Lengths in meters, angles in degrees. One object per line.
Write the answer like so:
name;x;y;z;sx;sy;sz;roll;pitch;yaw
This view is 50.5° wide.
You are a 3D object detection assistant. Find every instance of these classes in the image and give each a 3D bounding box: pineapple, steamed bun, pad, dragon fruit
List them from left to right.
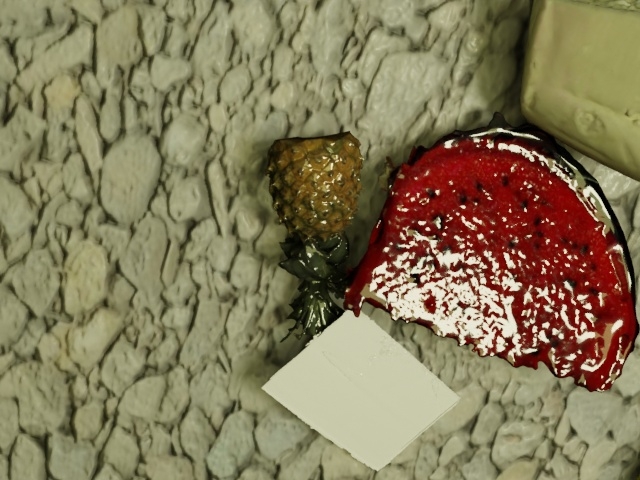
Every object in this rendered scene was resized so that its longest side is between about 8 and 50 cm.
pineapple;0.000;0.000;0.789;0.125;0.125;0.251;-1;107;-1
pad;0.056;0.192;0.848;0.156;0.004;0.232;-43;118;9
dragon fruit;0.216;0.005;0.795;0.344;0.100;0.282;22;87;-6
steamed bun;0.323;-0.185;0.700;0.226;0.170;0.199;37;136;27

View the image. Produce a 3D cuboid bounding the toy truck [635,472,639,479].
toy truck;0.628;0.339;0.844;0.406;0.180;0.253;18;104;-6
